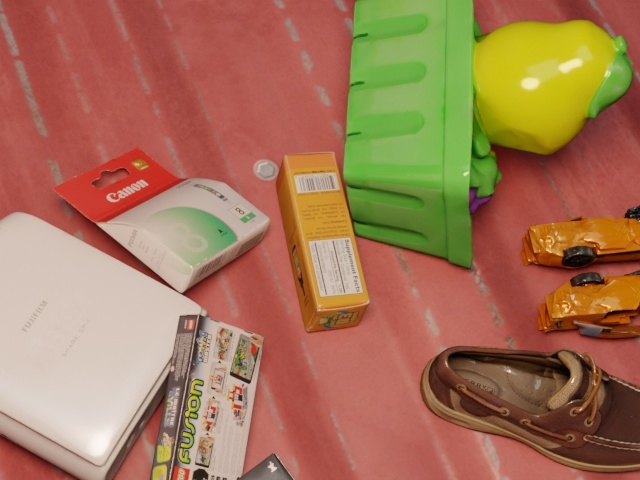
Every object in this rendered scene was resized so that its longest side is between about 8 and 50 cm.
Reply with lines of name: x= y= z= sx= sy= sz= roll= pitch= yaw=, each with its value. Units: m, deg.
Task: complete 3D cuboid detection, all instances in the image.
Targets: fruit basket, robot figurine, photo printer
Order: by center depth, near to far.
photo printer: x=-0.327 y=0.118 z=1.338 sx=0.307 sy=0.107 sz=0.256 roll=28 pitch=61 yaw=6
fruit basket: x=0.221 y=-0.176 z=1.479 sx=0.392 sy=0.283 sz=0.392 roll=-3 pitch=61 yaw=6
robot figurine: x=0.430 y=0.042 z=1.513 sx=0.291 sy=0.085 sz=0.211 roll=-3 pitch=63 yaw=-10

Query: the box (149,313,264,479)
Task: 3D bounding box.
box: x=-0.132 y=0.200 z=1.307 sx=0.114 sy=0.036 sz=0.207 roll=25 pitch=67 yaw=-43

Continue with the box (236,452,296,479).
box: x=-0.130 y=0.366 z=1.194 sx=0.261 sy=0.184 sz=0.103 roll=-35 pitch=70 yaw=-23

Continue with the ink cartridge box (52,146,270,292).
ink cartridge box: x=-0.202 y=-0.047 z=1.437 sx=0.225 sy=0.056 sz=0.181 roll=39 pitch=36 yaw=11

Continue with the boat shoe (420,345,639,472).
boat shoe: x=0.301 y=0.198 z=1.387 sx=0.342 sy=0.123 sz=0.123 roll=17 pitch=61 yaw=0

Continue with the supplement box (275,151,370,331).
supplement box: x=0.000 y=0.000 z=1.471 sx=0.080 sy=0.078 sz=0.233 roll=-3 pitch=64 yaw=-14
